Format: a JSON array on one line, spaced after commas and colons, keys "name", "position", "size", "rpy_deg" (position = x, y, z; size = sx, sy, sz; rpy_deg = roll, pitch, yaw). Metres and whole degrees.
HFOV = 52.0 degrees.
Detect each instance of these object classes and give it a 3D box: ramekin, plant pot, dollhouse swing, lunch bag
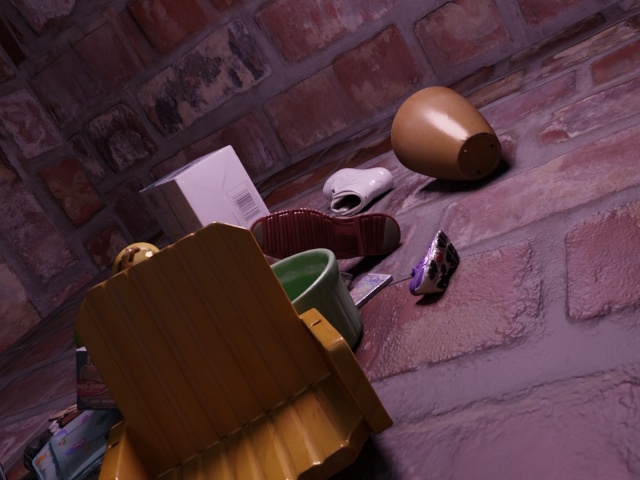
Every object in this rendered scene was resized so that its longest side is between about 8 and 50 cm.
[{"name": "ramekin", "position": [-0.072, 0.158, 1.198], "size": [0.303, 0.148, 0.303], "rpy_deg": [-29, 14, 8]}, {"name": "plant pot", "position": [0.334, -0.243, 1.647], "size": [0.237, 0.237, 0.254], "rpy_deg": [-31, 29, -3]}, {"name": "dollhouse swing", "position": [-0.153, 0.166, 0.875], "size": [0.347, 0.304, 0.315], "rpy_deg": [-29, 11, -8]}, {"name": "lunch bag", "position": [-0.395, 0.383, 1.169], "size": [0.224, 0.107, 0.279], "rpy_deg": [-37, 15, -23]}]

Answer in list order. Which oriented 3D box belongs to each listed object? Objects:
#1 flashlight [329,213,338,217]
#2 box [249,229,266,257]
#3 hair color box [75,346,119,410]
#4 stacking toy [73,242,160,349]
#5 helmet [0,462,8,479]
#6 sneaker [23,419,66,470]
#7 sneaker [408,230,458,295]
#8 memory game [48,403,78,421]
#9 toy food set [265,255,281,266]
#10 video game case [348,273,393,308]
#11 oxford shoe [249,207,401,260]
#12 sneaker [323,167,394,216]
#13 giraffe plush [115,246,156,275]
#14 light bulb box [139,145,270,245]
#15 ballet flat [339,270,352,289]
[{"name": "flashlight", "position": [-0.062, -0.007, 1.821], "size": [0.304, 0.103, 0.103], "rpy_deg": [-18, 17, 45]}, {"name": "box", "position": [-0.208, 0.062, 1.803], "size": [0.126, 0.137, 0.072], "rpy_deg": [-31, 14, 0]}, {"name": "hair color box", "position": [-0.322, 0.233, 1.240], "size": [0.174, 0.105, 0.347], "rpy_deg": [-1, -2, -2]}, {"name": "stacking toy", "position": [-0.371, 0.194, 1.469], "size": [0.130, 0.309, 0.279], "rpy_deg": [26, 73, 47]}, {"name": "helmet", "position": [-0.741, 0.493, 1.347], "size": [0.169, 0.161, 0.169], "rpy_deg": [-37, 9, 7]}, {"name": "sneaker", "position": [-0.564, 0.446, 1.368], "size": [0.106, 0.078, 0.234], "rpy_deg": [-40, 13, -22]}, {"name": "sneaker", "position": [0.202, 0.041, 1.214], "size": [0.071, 0.068, 0.170], "rpy_deg": [-27, 15, 38]}, {"name": "memory game", "position": [-0.553, 0.385, 1.556], "size": [0.186, 0.012, 0.186], "rpy_deg": [-22, -2, -1]}, {"name": "toy food set", "position": [-0.166, 0.084, 1.710], "size": [0.232, 0.104, 0.111], "rpy_deg": [-29, 15, 6]}, {"name": "video game case", "position": [0.081, 0.107, 1.338], "size": [0.122, 0.011, 0.087], "rpy_deg": [-37, 16, -23]}, {"name": "oxford shoe", "position": [0.000, 0.000, 1.470], "size": [0.348, 0.122, 0.130], "rpy_deg": [2, -8, -22]}, {"name": "sneaker", "position": [0.067, -0.143, 2.004], "size": [0.169, 0.108, 0.293], "rpy_deg": [-37, 17, -33]}, {"name": "giraffe plush", "position": [-0.331, 0.096, 1.280], "size": [0.210, 0.170, 0.181], "rpy_deg": [1, -2, -26]}, {"name": "light bulb box", "position": [-0.366, -0.084, 2.162], "size": [0.225, 0.357, 0.361], "rpy_deg": [-36, 17, -28]}, {"name": "ballet flat", "position": [0.005, 0.084, 1.469], "size": [0.250, 0.084, 0.058], "rpy_deg": [-166, 91, -69]}]
